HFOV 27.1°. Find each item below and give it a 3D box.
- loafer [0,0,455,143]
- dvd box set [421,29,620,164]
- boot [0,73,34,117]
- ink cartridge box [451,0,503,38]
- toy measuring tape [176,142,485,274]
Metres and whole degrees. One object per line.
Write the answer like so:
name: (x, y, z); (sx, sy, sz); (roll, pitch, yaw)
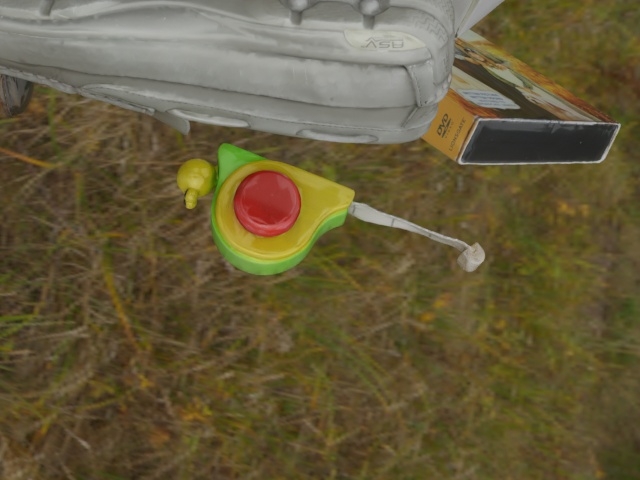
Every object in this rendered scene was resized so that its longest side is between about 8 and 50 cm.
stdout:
loafer: (-0.088, -0.106, 0.728); (0.111, 0.319, 0.112); (92, 9, -47)
dvd box set: (0.121, -0.221, 1.615); (0.308, 0.420, 0.062); (-3, 124, -47)
boot: (-0.272, -0.230, 1.367); (0.106, 0.082, 0.219); (5, 81, 1)
ink cartridge box: (0.069, -0.296, 0.882); (0.273, 0.114, 0.197); (44, 62, 11)
toy measuring tape: (0.000, 0.000, 1.380); (0.330, 0.121, 0.121); (21, 78, 1)
